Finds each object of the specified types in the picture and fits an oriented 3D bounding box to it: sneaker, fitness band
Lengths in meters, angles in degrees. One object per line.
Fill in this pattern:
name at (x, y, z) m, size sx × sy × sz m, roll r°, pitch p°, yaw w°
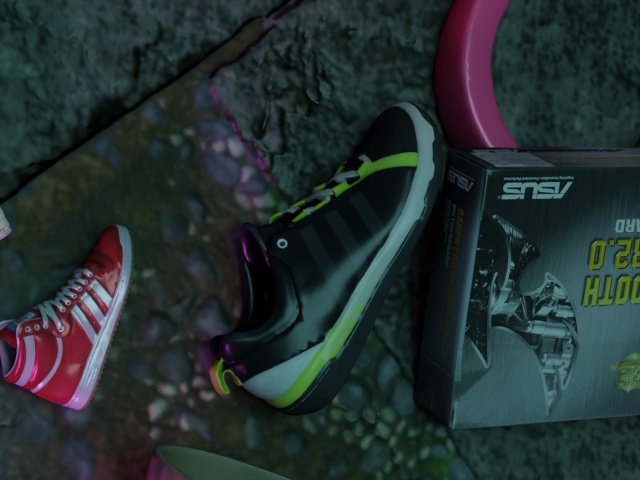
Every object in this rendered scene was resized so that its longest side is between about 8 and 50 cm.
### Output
sneaker at (-0.159, 0.039, 1.169) m, size 0.067 × 0.042 × 0.118 m, roll 21°, pitch 76°, yaw -26°
fitness band at (0.199, -0.147, 1.368) m, size 0.209 × 0.054 × 0.291 m, roll 35°, pitch 68°, yaw -18°
sneaker at (0.000, 0.000, 1.230) m, size 0.097 × 0.084 × 0.234 m, roll 30°, pitch 71°, yaw -19°

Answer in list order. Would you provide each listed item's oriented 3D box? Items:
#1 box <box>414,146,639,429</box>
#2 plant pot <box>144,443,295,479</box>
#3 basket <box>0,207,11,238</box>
box at (0.184, 0.029, 1.296) m, size 0.231 × 0.056 × 0.183 m, roll -1°, pitch 107°, yaw -27°
plant pot at (-0.030, 0.294, 1.103) m, size 0.256 × 0.256 × 0.274 m, roll 23°, pitch 89°, yaw -22°
basket at (-0.276, -0.006, 1.081) m, size 0.167 × 0.113 × 0.103 m, roll -33°, pitch 102°, yaw -26°
